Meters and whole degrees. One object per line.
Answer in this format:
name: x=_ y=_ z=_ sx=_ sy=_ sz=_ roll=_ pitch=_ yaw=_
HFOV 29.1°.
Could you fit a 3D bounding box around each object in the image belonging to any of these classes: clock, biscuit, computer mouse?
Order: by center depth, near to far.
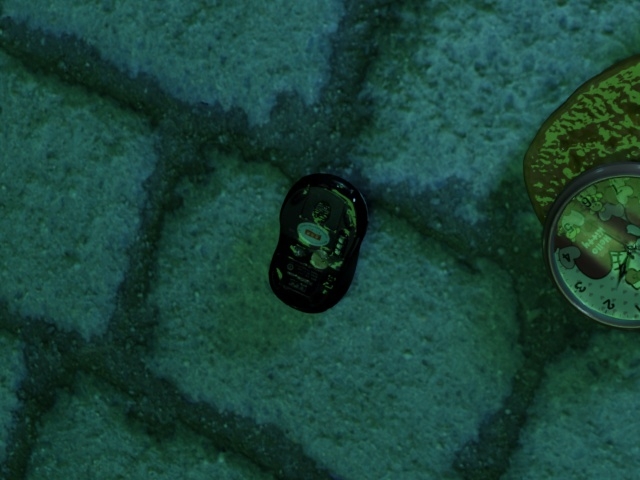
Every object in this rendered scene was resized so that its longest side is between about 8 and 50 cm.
clock: x=0.429 y=0.010 z=1.719 sx=0.244 sy=0.056 sz=0.244 roll=5 pitch=105 yaw=20
biscuit: x=0.489 y=-0.083 z=1.732 sx=0.385 sy=0.062 sz=0.365 roll=-19 pitch=96 yaw=26
computer mouse: x=0.000 y=0.000 z=1.931 sx=0.137 sy=0.096 sz=0.233 roll=30 pitch=115 yaw=18
